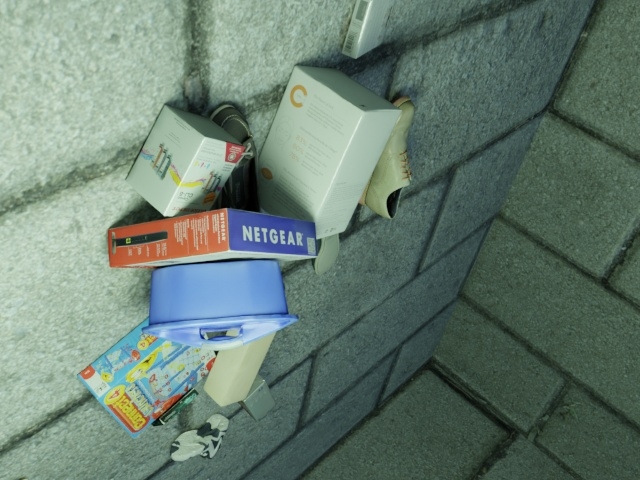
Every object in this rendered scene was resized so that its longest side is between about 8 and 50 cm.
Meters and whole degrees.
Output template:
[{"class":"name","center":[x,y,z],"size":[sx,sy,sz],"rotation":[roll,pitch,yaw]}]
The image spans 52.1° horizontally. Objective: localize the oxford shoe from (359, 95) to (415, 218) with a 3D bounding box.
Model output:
[{"class":"oxford shoe","center":[0.227,-0.240,1.948],"size":[0.141,0.147,0.396],"rotation":[-31,148,-36]}]

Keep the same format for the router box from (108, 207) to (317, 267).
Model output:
[{"class":"router box","center":[-0.217,0.006,1.385],"size":[0.336,0.301,0.082],"rotation":[6,78,-60]}]

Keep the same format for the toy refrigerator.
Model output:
[{"class":"toy refrigerator","center":[-0.224,0.320,1.822],"size":[0.102,0.094,0.269],"rotation":[-5,124,-54]}]

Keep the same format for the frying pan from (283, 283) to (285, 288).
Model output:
[{"class":"frying pan","center":[-0.162,0.254,1.905],"size":[0.197,0.053,0.325],"rotation":[104,1,-63]}]

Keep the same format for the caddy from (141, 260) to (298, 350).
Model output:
[{"class":"caddy","center":[-0.221,0.152,1.449],"size":[0.342,0.179,0.241],"rotation":[-4,169,-4]}]

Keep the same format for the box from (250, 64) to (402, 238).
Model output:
[{"class":"box","center":[0.000,-0.204,1.541],"size":[0.168,0.215,0.345],"rotation":[-16,138,-52]}]

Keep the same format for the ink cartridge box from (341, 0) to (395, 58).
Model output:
[{"class":"ink cartridge box","center":[0.120,-0.521,1.543],"size":[0.179,0.045,0.145],"rotation":[-49,162,-52]}]

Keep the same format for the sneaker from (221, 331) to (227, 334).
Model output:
[{"class":"sneaker","center":[-0.252,0.238,1.866],"size":[0.084,0.083,0.215],"rotation":[-50,154,1]}]

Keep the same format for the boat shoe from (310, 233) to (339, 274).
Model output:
[{"class":"boat shoe","center":[0.000,0.000,1.973],"size":[0.095,0.079,0.254],"rotation":[-34,148,-27]}]

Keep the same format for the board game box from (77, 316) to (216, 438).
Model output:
[{"class":"board game box","center":[-0.428,0.331,1.689],"size":[0.302,0.086,0.308],"rotation":[-41,153,-21]}]

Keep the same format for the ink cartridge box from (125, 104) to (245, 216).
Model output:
[{"class":"ink cartridge box","center":[-0.263,-0.147,1.275],"size":[0.176,0.127,0.128],"rotation":[-58,155,16]}]

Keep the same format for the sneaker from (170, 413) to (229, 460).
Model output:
[{"class":"sneaker","center":[-0.410,0.702,2.206],"size":[0.235,0.094,0.152],"rotation":[-35,143,-52]}]

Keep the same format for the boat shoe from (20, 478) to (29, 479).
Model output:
[{"class":"boat shoe","center":[-0.767,0.711,1.618],"size":[0.098,0.096,0.277],"rotation":[-4,127,-57]}]

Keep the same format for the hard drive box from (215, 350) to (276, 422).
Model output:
[{"class":"hard drive box","center":[-0.243,0.449,2.048],"size":[0.089,0.181,0.232],"rotation":[-43,153,-17]}]

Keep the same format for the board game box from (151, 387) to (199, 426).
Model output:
[{"class":"board game box","center":[-0.418,0.475,1.861],"size":[0.126,0.026,0.186],"rotation":[-40,-177,-28]}]

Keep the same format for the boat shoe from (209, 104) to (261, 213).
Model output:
[{"class":"boat shoe","center":[-0.176,-0.152,1.452],"size":[0.112,0.095,0.335],"rotation":[-38,152,-27]}]
